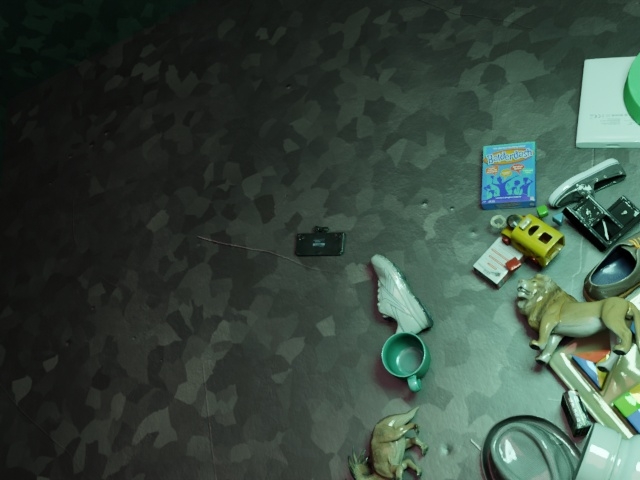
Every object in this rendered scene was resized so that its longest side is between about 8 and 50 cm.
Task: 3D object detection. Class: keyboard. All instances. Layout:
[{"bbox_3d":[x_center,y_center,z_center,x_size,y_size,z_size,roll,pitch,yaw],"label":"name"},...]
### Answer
[{"bbox_3d":[0.000,0.000,2.125,0.180,0.023,0.108,-1,72,23],"label":"keyboard"}]

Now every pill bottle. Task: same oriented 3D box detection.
[{"bbox_3d":[0.761,0.557,1.371,0.361,0.204,0.204,21,76,25],"label":"pill bottle"}]

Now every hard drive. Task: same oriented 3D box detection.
[{"bbox_3d":[0.904,-0.424,1.906,0.203,0.040,0.307,4,67,26],"label":"hard drive"}]

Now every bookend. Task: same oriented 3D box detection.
[{"bbox_3d":[0.794,-0.080,1.741,0.157,0.072,0.156,-41,76,1],"label":"bookend"}]

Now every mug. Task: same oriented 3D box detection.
[{"bbox_3d":[0.247,0.351,1.792,0.129,0.097,0.157,10,71,28],"label":"mug"}]

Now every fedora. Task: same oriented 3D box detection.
[{"bbox_3d":[0.523,0.559,1.547,0.244,0.124,0.275,-35,56,6],"label":"fedora"}]

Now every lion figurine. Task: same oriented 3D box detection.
[{"bbox_3d":[0.673,0.200,1.594,0.392,0.142,0.240,3,50,44],"label":"lion figurine"}]

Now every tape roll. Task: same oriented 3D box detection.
[{"bbox_3d":[1.054,-0.443,1.795,0.321,0.077,0.321,-5,66,12],"label":"tape roll"}]

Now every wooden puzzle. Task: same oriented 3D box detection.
[{"bbox_3d":[0.808,0.319,1.560,0.348,0.080,0.322,-37,56,4],"label":"wooden puzzle"}]

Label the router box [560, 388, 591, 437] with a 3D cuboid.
[{"bbox_3d":[0.637,0.433,1.557,0.038,0.122,0.092,-17,60,10],"label":"router box"}]

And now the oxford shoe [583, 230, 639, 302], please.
[{"bbox_3d":[0.857,0.036,1.645,0.364,0.133,0.130,-41,56,1],"label":"oxford shoe"}]

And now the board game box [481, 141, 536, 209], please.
[{"bbox_3d":[0.587,-0.202,1.938,0.160,0.047,0.210,-3,64,23],"label":"board game box"}]

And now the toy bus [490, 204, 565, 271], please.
[{"bbox_3d":[0.585,-0.022,1.755,0.202,0.104,0.191,-8,61,18],"label":"toy bus"}]

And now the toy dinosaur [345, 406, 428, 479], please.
[{"bbox_3d":[0.173,0.575,1.707,0.200,0.127,0.295,3,61,33],"label":"toy dinosaur"}]

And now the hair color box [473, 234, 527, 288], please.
[{"bbox_3d":[0.541,0.050,1.832,0.167,0.053,0.093,-46,57,-4],"label":"hair color box"}]

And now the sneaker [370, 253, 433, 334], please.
[{"bbox_3d":[0.219,0.165,1.895,0.129,0.111,0.297,-37,55,11],"label":"sneaker"}]

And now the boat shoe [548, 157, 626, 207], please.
[{"bbox_3d":[0.780,-0.152,1.813,0.228,0.080,0.076,-28,55,1],"label":"boat shoe"}]
